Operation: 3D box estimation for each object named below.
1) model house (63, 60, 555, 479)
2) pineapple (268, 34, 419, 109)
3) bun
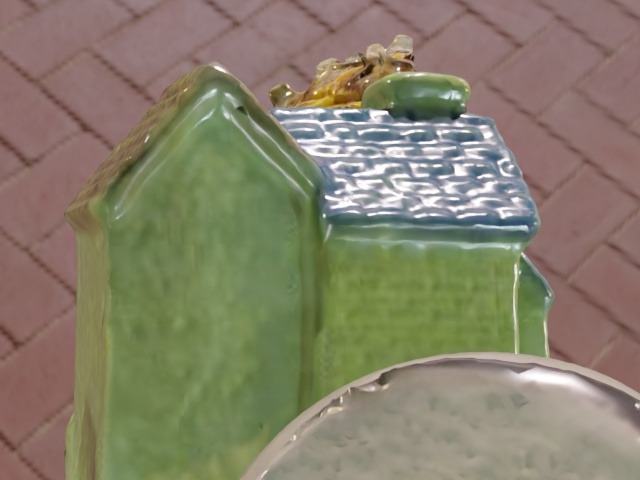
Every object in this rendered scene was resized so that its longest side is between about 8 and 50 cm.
[{"bbox_3d":[-0.004,0.022,0.696,0.214,0.195,0.189,-1,90,-11],"label":"model house"},{"bbox_3d":[0.000,-0.003,0.912,0.161,0.158,0.335,0,64,-2],"label":"pineapple"},{"bbox_3d":[0.047,0.120,0.457,0.172,0.120,0.173,-3,72,10],"label":"bun"}]
